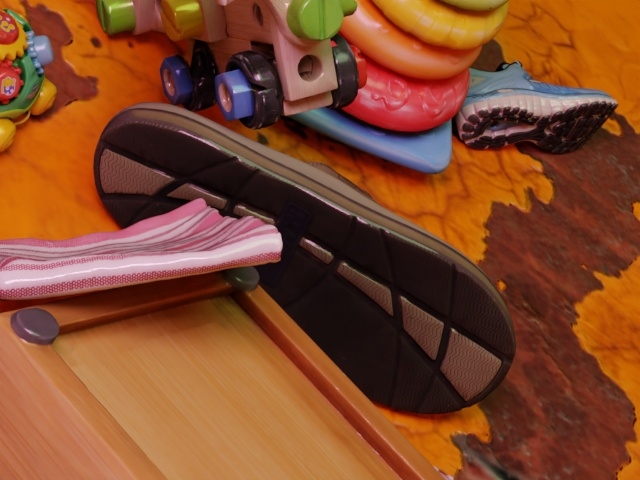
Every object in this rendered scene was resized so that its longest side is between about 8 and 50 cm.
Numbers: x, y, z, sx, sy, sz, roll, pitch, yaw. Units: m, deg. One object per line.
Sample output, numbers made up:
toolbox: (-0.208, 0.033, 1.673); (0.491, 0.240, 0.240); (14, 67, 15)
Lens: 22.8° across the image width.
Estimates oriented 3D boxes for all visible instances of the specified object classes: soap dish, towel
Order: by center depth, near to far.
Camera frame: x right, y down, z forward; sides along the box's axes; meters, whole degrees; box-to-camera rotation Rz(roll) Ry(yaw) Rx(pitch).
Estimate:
soap dish: (-0.048, 0.138, 0.796); (0.291, 0.118, 0.229); (45, 30, 23)
towel: (-0.110, 0.004, 0.856); (0.144, 0.197, 0.029); (-10, 95, -14)

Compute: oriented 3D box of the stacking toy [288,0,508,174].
stacking toy: (0.089, -0.204, 1.098); (0.165, 0.302, 0.175); (22, 46, -20)

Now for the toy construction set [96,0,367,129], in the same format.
toy construction set: (-0.067, -0.185, 1.002); (0.151, 0.215, 0.328); (-12, 16, -9)

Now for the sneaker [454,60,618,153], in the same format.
sneaker: (0.170, -0.117, 1.264); (0.162, 0.063, 0.073); (1, 52, -36)

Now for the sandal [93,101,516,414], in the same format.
sandal: (0.000, -0.002, 1.011); (0.303, 0.120, 0.086); (35, 29, -7)

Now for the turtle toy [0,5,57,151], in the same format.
turtle toy: (-0.215, -0.105, 0.970); (0.095, 0.066, 0.130); (38, 42, -3)

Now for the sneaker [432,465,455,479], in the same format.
sneaker: (0.076, 0.164, 0.973); (0.134, 0.051, 0.070); (50, 41, 5)
